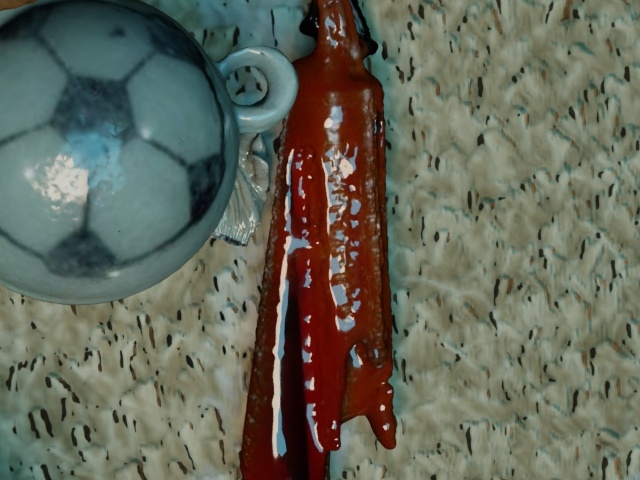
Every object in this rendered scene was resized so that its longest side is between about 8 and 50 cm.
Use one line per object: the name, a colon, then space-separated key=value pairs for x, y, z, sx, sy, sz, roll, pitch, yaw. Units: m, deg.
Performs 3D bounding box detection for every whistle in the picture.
whistle: x=-0.147 y=-0.035 z=0.929 sx=0.290 sy=0.163 sz=0.163 roll=-19 pitch=109 yaw=-9

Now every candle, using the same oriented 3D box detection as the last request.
candle: x=0.000 y=0.000 z=1.029 sx=0.084 sy=0.059 sz=0.301 roll=-6 pitch=106 yaw=-24

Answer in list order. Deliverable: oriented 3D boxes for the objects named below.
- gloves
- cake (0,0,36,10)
gloves: x=-0.048 y=-0.027 z=1.019 sx=0.044 sy=0.037 sz=0.081 roll=14 pitch=104 yaw=-23
cake: x=-0.152 y=-0.241 z=0.787 sx=0.282 sy=0.255 sz=0.290 roll=-11 pitch=110 yaw=4
